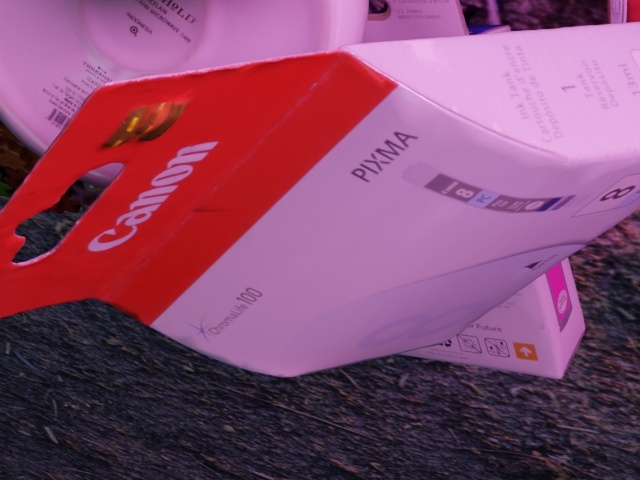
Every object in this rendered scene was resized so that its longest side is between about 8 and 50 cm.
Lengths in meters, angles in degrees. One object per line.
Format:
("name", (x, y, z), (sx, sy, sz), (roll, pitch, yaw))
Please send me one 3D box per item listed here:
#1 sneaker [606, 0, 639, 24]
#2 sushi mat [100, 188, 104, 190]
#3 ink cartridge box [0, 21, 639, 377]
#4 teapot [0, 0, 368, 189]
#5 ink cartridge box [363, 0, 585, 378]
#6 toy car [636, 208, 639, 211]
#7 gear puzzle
("sneaker", (0.210, -0.121, 0.862), (0.067, 0.042, 0.118), (16, 152, 23))
("sushi mat", (-0.143, -0.094, 1.152), (0.151, 0.019, 0.316), (32, 155, -1))
("ink cartridge box", (0.000, 0.000, 0.808), (0.385, 0.091, 0.308), (-12, 162, -37))
("teapot", (-0.081, -0.154, 0.853), (0.253, 0.187, 0.256), (-7, 109, 9))
("ink cartridge box", (0.068, -0.056, 1.030), (0.176, 0.069, 0.371), (6, 137, 32))
("toy car", (0.280, 0.000, 1.030), (0.239, 0.053, 0.225), (14, 153, 20))
("gear puzzle", (-0.330, -0.080, 1.400), (0.339, 0.044, 0.175), (13, 153, 20))
